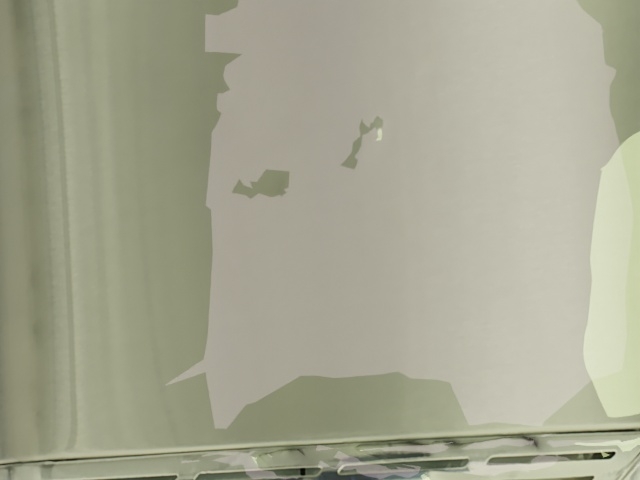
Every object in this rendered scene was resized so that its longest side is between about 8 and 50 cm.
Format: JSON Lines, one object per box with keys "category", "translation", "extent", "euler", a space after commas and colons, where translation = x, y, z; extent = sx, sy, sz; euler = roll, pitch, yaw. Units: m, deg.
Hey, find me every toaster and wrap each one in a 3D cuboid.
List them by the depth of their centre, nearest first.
{"category": "toaster", "translation": [0.000, 0.000, 0.446], "extent": [0.227, 0.129, 0.146], "euler": [-3, 78, 3]}
